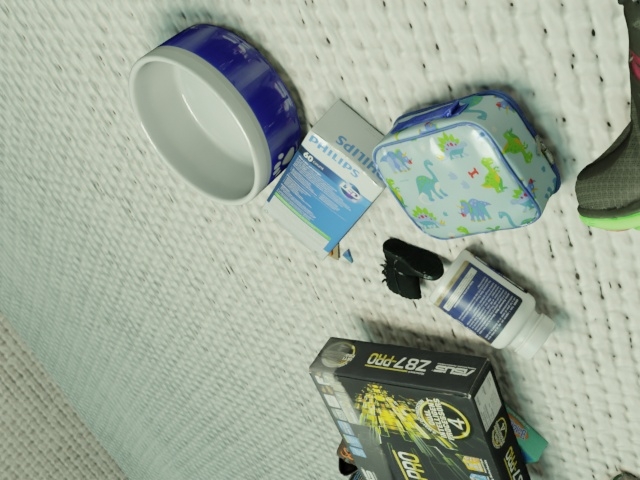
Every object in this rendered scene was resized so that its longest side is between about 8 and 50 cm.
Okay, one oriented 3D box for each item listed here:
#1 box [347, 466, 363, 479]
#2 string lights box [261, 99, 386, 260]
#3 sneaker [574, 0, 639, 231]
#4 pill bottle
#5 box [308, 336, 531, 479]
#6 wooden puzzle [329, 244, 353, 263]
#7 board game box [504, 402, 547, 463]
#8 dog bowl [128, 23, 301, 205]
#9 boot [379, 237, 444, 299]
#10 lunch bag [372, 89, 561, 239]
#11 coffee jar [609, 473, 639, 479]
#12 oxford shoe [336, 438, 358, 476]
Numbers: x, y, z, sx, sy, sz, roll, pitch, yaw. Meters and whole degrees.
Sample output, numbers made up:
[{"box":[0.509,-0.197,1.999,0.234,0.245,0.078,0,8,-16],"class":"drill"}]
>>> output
[{"box":[0.203,0.606,2.014,0.290,0.087,0.169,21,159,29],"class":"box"},{"box":[0.014,-0.082,1.380,0.133,0.077,0.259,40,149,0],"class":"string lights box"},{"box":[0.361,-0.177,0.829,0.202,0.185,0.483,51,149,18],"class":"sneaker"},{"box":[0.250,0.097,1.334,0.169,0.094,0.094,36,149,9],"class":"pill bottle"},{"box":[0.189,0.350,1.618,0.318,0.097,0.395,6,133,37],"class":"box"},{"box":[0.000,0.000,1.562,0.116,0.014,0.078,21,144,29],"class":"wooden puzzle"},{"box":[0.284,0.346,1.664,0.160,0.047,0.210,43,148,-3],"class":"board game box"},{"box":[-0.160,-0.187,1.389,0.265,0.104,0.265,31,147,23],"class":"dog bowl"},{"box":[0.145,0.056,1.446,0.121,0.045,0.099,28,145,33],"class":"boot"},{"box":[0.181,-0.095,1.168,0.176,0.090,0.219,51,148,-19],"class":"lunch bag"},{"box":[0.492,0.465,1.559,0.096,0.079,0.184,35,149,9],"class":"coffee jar"},{"box":[0.090,0.419,1.918,0.097,0.098,0.271,31,148,16],"class":"oxford shoe"}]
